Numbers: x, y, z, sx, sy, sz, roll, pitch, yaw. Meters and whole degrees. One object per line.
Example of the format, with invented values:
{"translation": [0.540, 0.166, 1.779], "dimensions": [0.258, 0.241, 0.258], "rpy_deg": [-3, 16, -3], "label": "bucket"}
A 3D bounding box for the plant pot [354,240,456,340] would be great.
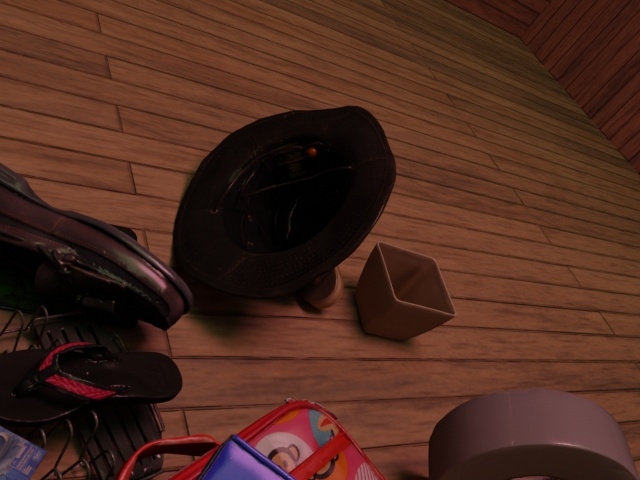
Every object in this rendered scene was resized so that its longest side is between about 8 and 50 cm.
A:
{"translation": [0.109, 0.082, 0.910], "dimensions": [0.109, 0.096, 0.109], "rpy_deg": [16, 40, -28], "label": "plant pot"}

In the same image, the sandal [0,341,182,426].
{"translation": [-0.191, 0.110, 0.530], "dimensions": [0.179, 0.040, 0.067], "rpy_deg": [4, 47, -44], "label": "sandal"}

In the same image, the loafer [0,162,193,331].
{"translation": [-0.277, 0.016, 0.637], "dimensions": [0.303, 0.109, 0.095], "rpy_deg": [31, 53, 1], "label": "loafer"}

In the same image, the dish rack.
{"translation": [-0.258, 0.142, 0.524], "dimensions": [0.272, 0.074, 0.208], "rpy_deg": [-8, 56, -48], "label": "dish rack"}

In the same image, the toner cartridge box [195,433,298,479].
{"translation": [-0.088, 0.294, 0.324], "dimensions": [0.165, 0.075, 0.347], "rpy_deg": [36, 53, 3], "label": "toner cartridge box"}

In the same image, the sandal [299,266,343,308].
{"translation": [-0.006, 0.002, 0.939], "dimensions": [0.079, 0.088, 0.239], "rpy_deg": [47, 25, -52], "label": "sandal"}

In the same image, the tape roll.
{"translation": [0.229, 0.261, 0.704], "dimensions": [0.219, 0.219, 0.072], "rpy_deg": [29, 35, -14], "label": "tape roll"}

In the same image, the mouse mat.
{"translation": [-0.291, 0.021, 0.694], "dimensions": [0.190, 0.007, 0.152], "rpy_deg": [16, 40, -31], "label": "mouse mat"}

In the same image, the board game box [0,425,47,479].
{"translation": [-0.249, 0.160, 0.429], "dimensions": [0.090, 0.020, 0.090], "rpy_deg": [33, 33, -10], "label": "board game box"}

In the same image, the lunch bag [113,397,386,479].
{"translation": [-0.062, 0.265, 0.500], "dimensions": [0.293, 0.120, 0.258], "rpy_deg": [-25, 71, -46], "label": "lunch bag"}

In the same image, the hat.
{"translation": [-0.035, -0.029, 0.839], "dimensions": [0.331, 0.332, 0.134], "rpy_deg": [-98, 167, -45], "label": "hat"}
